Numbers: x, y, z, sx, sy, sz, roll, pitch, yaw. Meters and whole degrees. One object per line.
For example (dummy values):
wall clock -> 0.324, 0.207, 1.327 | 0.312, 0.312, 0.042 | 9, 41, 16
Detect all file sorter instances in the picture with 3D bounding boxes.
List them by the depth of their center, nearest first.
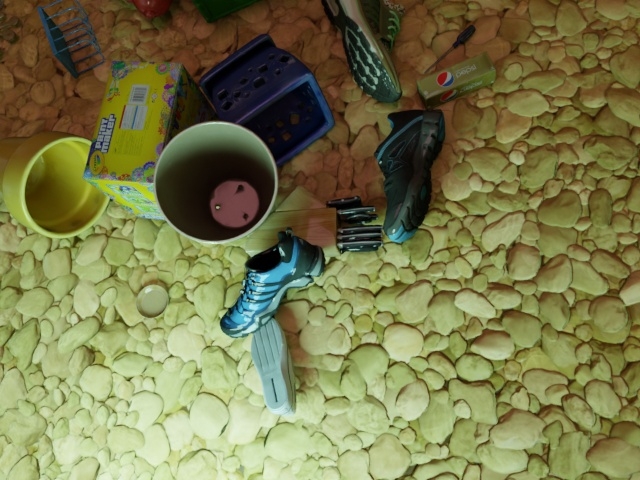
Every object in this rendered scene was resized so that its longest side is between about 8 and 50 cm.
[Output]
file sorter -> -0.678, -0.560, 1.775 | 0.105, 0.118, 0.170 | -25, 71, 0

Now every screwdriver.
screwdriver -> 0.321, -0.473, 1.616 | 0.170, 0.025, 0.024 | -45, 71, 5

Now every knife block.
knife block -> 0.000, 0.000, 1.493 | 0.242, 0.088, 0.275 | 42, 84, 19

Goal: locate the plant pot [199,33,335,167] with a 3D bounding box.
plant pot -> -0.135, -0.332, 1.550 | 0.236, 0.236, 0.212 | -37, 64, -1

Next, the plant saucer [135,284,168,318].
plant saucer -> -0.403, 0.148, 1.563 | 0.084, 0.015, 0.083 | -3, 73, 10

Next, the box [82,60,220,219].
box -> -0.382, -0.223, 1.531 | 0.177, 0.279, 0.289 | 5, 74, 12

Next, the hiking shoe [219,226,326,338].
hiking shoe -> -0.134, 0.091, 1.435 | 0.304, 0.132, 0.113 | -43, 33, 15

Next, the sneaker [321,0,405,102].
sneaker -> 0.144, -0.536, 1.610 | 0.182, 0.158, 0.410 | -17, 75, -13

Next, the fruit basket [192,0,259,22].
fruit basket -> -0.251, -0.814, 1.679 | 0.393, 0.283, 0.391 | 0, 87, 5

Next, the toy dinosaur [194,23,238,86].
toy dinosaur -> -0.254, -0.436, 1.659 | 0.064, 0.112, 0.211 | 42, 84, 20

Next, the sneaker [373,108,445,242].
sneaker -> 0.189, -0.152, 1.498 | 0.140, 0.125, 0.340 | 10, 66, 21

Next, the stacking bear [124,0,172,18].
stacking bear -> -0.519, -0.723, 1.778 | 0.175, 0.164, 0.289 | -45, 76, -4

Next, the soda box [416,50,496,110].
soda box -> 0.327, -0.383, 1.560 | 0.181, 0.061, 0.058 | -23, 70, 3

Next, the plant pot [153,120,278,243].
plant pot -> -0.212, -0.107, 1.456 | 0.257, 0.274, 0.256 | 0, 84, 1

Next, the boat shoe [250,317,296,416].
boat shoe -> -0.101, 0.284, 1.437 | 0.083, 0.076, 0.226 | -18, 55, 13

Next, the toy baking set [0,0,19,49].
toy baking set -> -0.987, -0.619, 1.899 | 0.197, 0.030, 0.256 | -42, 71, -6

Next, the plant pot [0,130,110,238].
plant pot -> -0.691, -0.156, 1.601 | 0.239, 0.254, 0.253 | 19, 78, 30
